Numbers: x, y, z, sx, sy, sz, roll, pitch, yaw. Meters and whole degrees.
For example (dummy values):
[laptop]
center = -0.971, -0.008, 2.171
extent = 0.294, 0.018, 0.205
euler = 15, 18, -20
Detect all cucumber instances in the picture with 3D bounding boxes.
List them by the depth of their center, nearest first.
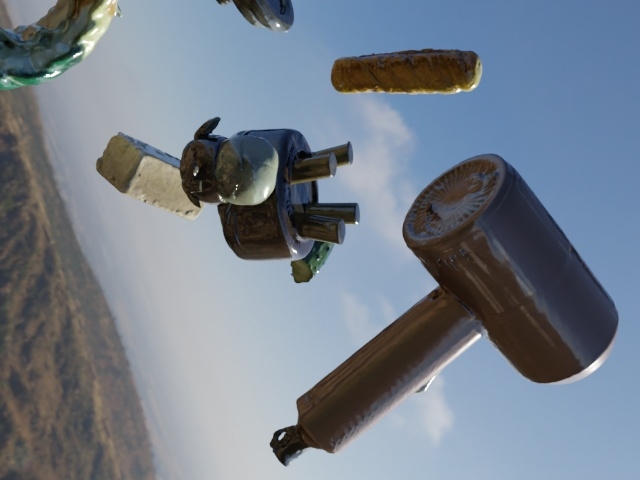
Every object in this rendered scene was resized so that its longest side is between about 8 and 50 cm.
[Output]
[cucumber]
center = 0.000, 0.000, 1.055
extent = 0.035, 0.107, 0.067
euler = 16, -39, 24

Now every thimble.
[thimble]
center = -0.436, -0.360, 1.241
extent = 0.167, 0.288, 0.254
euler = -125, -158, -51

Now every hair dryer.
[hair dryer]
center = 0.050, 0.055, 0.429
extent = 0.117, 0.181, 0.064
euler = 48, 6, -23

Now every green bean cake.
[green bean cake]
center = -0.285, -0.110, 1.484
extent = 0.179, 0.085, 0.109
euler = 24, 9, -47

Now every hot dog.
[hot dog]
center = 0.147, -0.298, 1.544
extent = 0.061, 0.285, 0.088
euler = -44, 126, -53

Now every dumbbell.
[dumbbell]
center = -0.038, -0.435, 1.320
extent = 0.192, 0.289, 0.192
euler = 52, 25, -37

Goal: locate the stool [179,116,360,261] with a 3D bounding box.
[stool]
center = -0.042, -0.050, 0.782
extent = 0.217, 0.121, 0.125
euler = 35, 56, -65
